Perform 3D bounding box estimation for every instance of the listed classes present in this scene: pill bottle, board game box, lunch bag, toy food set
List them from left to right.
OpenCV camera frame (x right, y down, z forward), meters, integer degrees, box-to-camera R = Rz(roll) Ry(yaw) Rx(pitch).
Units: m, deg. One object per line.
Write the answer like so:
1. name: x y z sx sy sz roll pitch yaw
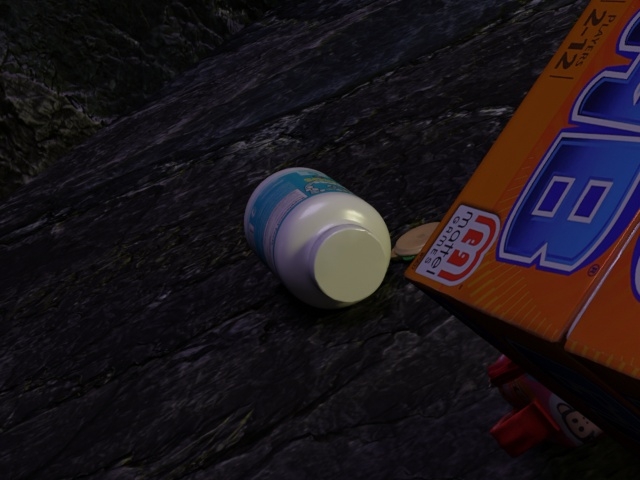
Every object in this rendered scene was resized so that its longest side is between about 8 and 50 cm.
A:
1. pill bottle: 0.000 0.000 1.816 0.146 0.146 0.264 -26 20 -9
2. toy food set: 0.132 0.002 1.847 0.083 0.020 0.082 -33 21 -27
3. lunch bag: 0.244 0.086 1.194 0.258 0.120 0.293 -38 -7 -5
4. board game box: 0.348 0.005 0.856 0.356 0.356 0.356 -56 27 -6
